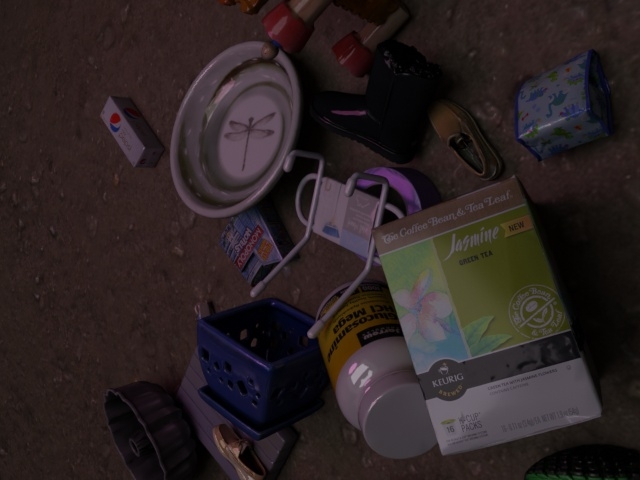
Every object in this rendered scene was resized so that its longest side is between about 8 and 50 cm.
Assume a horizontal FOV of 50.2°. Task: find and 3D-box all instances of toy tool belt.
[{"bbox_3d":[-0.295,0.196,1.731,0.051,0.052,0.083,139,119,-69],"label":"toy tool belt"}]

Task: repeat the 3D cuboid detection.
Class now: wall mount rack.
[{"bbox_3d":[0.000,0.000,1.287,0.350,0.130,0.304,28,110,50],"label":"wall mount rack"}]

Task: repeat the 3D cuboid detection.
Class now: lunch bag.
[{"bbox_3d":[0.382,-0.219,1.084,0.128,0.096,0.151,-21,51,39],"label":"lunch bag"}]

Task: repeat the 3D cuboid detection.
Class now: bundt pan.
[{"bbox_3d":[-0.433,0.508,1.782,0.330,0.124,0.331,29,131,39],"label":"bundt pan"}]

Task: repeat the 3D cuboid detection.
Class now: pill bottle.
[{"bbox_3d":[0.106,0.216,1.195,0.334,0.187,0.188,-115,40,-66],"label":"pill bottle"}]

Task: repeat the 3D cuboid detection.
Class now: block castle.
[{"bbox_3d":[-0.066,-0.529,1.306,0.213,0.303,0.453,-41,68,28],"label":"block castle"}]

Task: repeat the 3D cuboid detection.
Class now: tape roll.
[{"bbox_3d":[0.136,-0.047,1.316,0.188,0.080,0.189,5,98,41],"label":"tape roll"}]

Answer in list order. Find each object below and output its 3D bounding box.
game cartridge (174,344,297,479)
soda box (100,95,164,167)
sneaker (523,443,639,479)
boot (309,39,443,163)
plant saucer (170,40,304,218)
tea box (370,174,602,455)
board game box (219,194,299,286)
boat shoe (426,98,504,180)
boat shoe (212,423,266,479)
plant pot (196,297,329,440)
[{"bbox_3d":[-0.216,0.434,1.673,0.355,0.068,0.230,41,114,31],"label":"game cartridge"},{"bbox_3d":[-0.512,-0.295,1.854,0.216,0.069,0.074,52,123,24],"label":"soda box"},{"bbox_3d":[0.473,0.406,1.032,0.343,0.134,0.147,2,96,40],"label":"sneaker"},{"bbox_3d":[0.098,-0.281,1.270,0.246,0.094,0.207,33,137,22],"label":"boot"},{"bbox_3d":[-0.170,-0.235,1.515,0.400,0.100,0.401,-12,70,37],"label":"plant saucer"},{"bbox_3d":[0.260,0.106,1.028,0.219,0.329,0.324,-21,80,18],"label":"tea box"},{"bbox_3d":[-0.143,0.010,1.572,0.194,0.060,0.194,50,123,26],"label":"board game box"},{"bbox_3d":[0.247,-0.185,1.213,0.190,0.072,0.068,52,123,25],"label":"boat shoe"},{"bbox_3d":[-0.182,0.487,1.576,0.170,0.063,0.059,50,121,15],"label":"boat shoe"},{"bbox_3d":[-0.119,0.278,1.467,0.235,0.235,0.212,25,115,36],"label":"plant pot"}]
